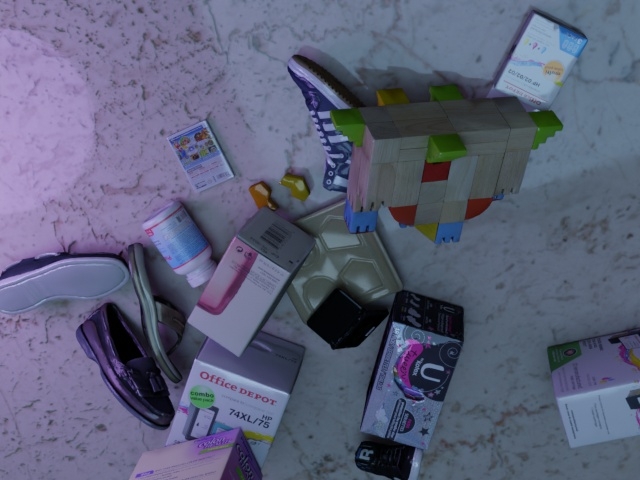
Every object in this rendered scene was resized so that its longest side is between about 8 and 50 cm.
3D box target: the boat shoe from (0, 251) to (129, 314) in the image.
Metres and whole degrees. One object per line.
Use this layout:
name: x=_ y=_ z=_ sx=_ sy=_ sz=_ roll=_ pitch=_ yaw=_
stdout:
boat shoe: x=-0.521 y=0.065 z=1.912 sx=0.303 sy=0.091 sz=0.114 roll=-9 pitch=128 yaw=10

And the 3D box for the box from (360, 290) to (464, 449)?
box: x=0.179 y=0.248 z=1.837 sx=0.142 sy=0.163 sz=0.247 roll=15 pitch=112 yaw=2

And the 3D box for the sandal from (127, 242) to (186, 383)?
sandal: x=-0.315 y=0.147 z=1.905 sx=0.086 sy=0.120 sz=0.302 roll=-15 pitch=105 yaw=-15

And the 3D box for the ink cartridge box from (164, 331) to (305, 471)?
ink cartridge box: x=-0.174 y=0.332 z=1.903 sx=0.198 sy=0.197 sz=0.270 roll=20 pitch=112 yaw=0

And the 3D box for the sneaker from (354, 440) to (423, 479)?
sneaker: x=0.130 y=0.440 z=1.901 sx=0.121 sy=0.217 sz=0.079 roll=15 pitch=70 yaw=0

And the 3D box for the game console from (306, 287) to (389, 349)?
game console: x=0.054 y=0.152 z=1.871 sx=0.122 sy=0.107 sz=0.071 roll=-50 pitch=55 yaw=35

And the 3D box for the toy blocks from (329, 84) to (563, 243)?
toy blocks: x=0.200 y=-0.108 z=1.665 sx=0.382 sy=0.190 sz=0.260 roll=-6 pitch=133 yaw=-13

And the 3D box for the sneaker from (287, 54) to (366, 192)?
sneaker: x=0.016 y=-0.196 z=1.731 sx=0.282 sy=0.099 sz=0.153 roll=41 pitch=109 yaw=-11

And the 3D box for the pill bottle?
pill bottle: x=-0.268 y=0.009 z=1.856 sx=0.087 sy=0.087 sz=0.160 roll=-30 pitch=103 yaw=17

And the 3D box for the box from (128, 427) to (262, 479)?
box: x=-0.243 y=0.476 z=1.730 sx=0.214 sy=0.243 sz=0.117 roll=-18 pitch=109 yaw=14

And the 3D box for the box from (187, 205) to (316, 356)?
box: x=-0.130 y=0.076 z=1.804 sx=0.127 sy=0.148 sz=0.232 roll=34 pitch=122 yaw=2

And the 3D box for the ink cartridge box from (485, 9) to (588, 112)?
ink cartridge box: x=0.372 y=-0.294 z=1.660 sx=0.104 sy=0.061 sz=0.181 roll=26 pitch=112 yaw=-1

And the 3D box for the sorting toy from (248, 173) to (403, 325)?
sorting toy: x=0.000 y=0.000 z=1.843 sx=0.229 sy=0.041 sz=0.307 roll=-22 pitch=106 yaw=20

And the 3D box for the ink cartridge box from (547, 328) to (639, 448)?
ink cartridge box: x=0.576 y=0.260 z=1.761 sx=0.278 sy=0.201 sz=0.117 roll=-15 pitch=108 yaw=13

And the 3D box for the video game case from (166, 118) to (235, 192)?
video game case: x=-0.229 y=-0.161 z=1.828 sx=0.087 sy=0.011 sz=0.122 roll=-22 pitch=106 yaw=16

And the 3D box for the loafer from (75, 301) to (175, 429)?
loafer: x=-0.379 y=0.244 z=1.894 sx=0.302 sy=0.109 sz=0.095 roll=44 pitch=104 yaw=29
